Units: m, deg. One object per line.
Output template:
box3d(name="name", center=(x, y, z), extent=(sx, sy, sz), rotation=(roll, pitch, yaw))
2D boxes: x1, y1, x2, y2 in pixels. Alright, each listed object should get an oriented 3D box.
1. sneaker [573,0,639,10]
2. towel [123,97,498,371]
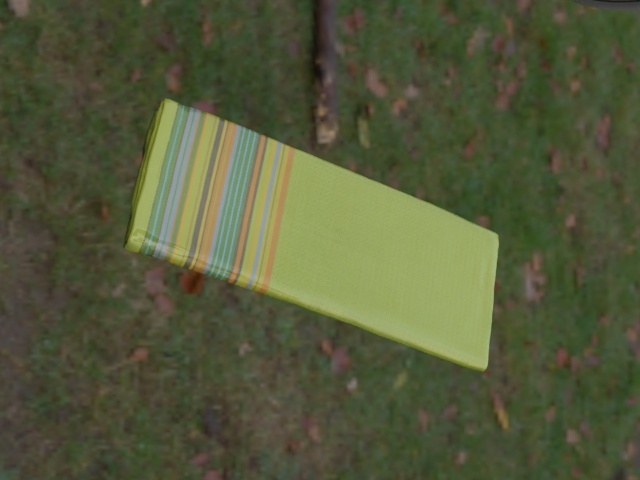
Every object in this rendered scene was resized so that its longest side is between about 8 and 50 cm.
box3d(name="sneaker", center=(0.169, -0.158, 0.437), extent=(0.083, 0.222, 0.118), rotation=(53, 39, -4))
box3d(name="towel", center=(0.000, 0.000, 0.816), extent=(0.237, 0.021, 0.102), rotation=(21, 59, -17))
